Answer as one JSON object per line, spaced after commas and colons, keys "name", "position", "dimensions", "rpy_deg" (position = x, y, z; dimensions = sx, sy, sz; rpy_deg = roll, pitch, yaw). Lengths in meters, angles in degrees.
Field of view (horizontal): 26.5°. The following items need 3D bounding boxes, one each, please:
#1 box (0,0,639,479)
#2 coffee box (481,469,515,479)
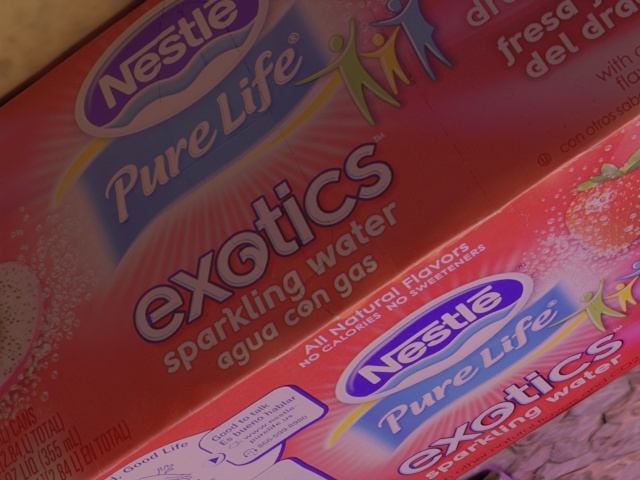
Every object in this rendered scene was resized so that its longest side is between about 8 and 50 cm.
{"name": "box", "position": [0.000, 0.000, 0.455], "dimensions": [0.300, 0.142, 0.154], "rpy_deg": [-34, 148, 11]}
{"name": "coffee box", "position": [0.106, 0.418, 0.952], "dimensions": [0.338, 0.337, 0.334], "rpy_deg": [-32, 148, 9]}
